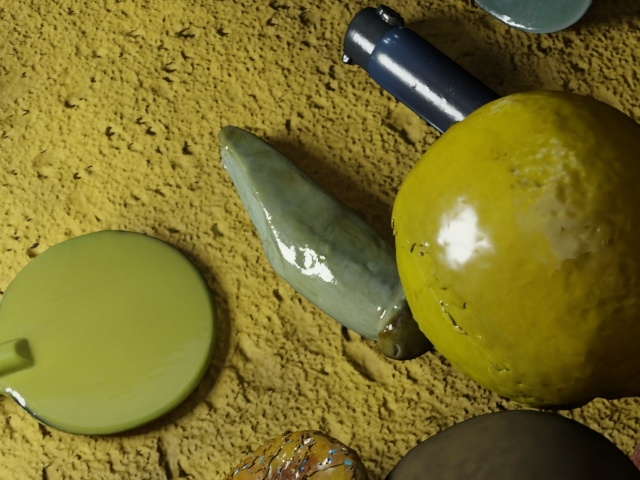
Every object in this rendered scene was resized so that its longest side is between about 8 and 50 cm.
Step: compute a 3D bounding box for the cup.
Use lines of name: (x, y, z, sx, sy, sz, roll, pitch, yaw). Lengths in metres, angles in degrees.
cup: (0.257, -0.353, 1.732, 0.199, 0.199, 0.150, 34, 54, 18)

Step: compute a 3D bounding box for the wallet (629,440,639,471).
wallet: (0.385, 0.257, 1.503, 0.196, 0.020, 0.103, 31, 70, 17)

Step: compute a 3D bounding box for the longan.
longan: (0.173, 0.272, 1.385, 0.258, 0.258, 0.258, -2, 64, 3)

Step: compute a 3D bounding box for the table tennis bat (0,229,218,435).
table tennis bat: (-0.285, 0.115, 1.606, 0.368, 0.054, 0.224, -18, 66, -9)

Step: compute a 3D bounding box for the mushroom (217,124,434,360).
mushroom: (-0.002, 0.003, 1.619, 0.333, 0.087, 0.107, 38, 68, 23)

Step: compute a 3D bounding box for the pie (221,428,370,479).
pie: (-0.040, 0.288, 1.426, 0.273, 0.069, 0.273, -28, 47, 34)

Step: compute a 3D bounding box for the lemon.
lemon: (0.211, 0.011, 1.438, 0.297, 0.297, 0.297, -2, 64, 3)

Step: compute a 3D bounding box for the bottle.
bottle: (0.129, -0.166, 1.693, 0.244, 0.072, 0.082, 38, 114, 20)
